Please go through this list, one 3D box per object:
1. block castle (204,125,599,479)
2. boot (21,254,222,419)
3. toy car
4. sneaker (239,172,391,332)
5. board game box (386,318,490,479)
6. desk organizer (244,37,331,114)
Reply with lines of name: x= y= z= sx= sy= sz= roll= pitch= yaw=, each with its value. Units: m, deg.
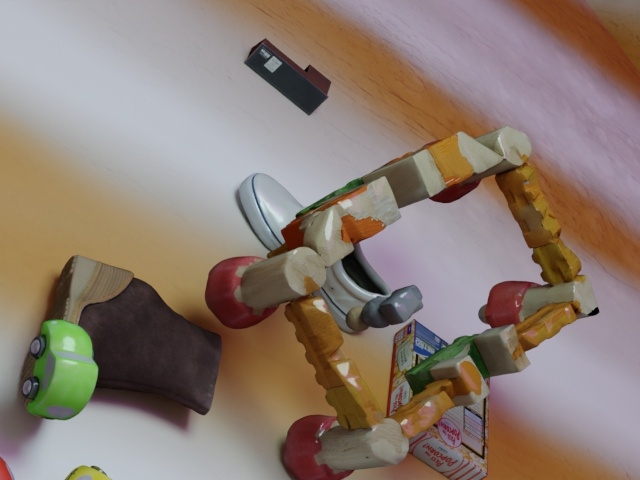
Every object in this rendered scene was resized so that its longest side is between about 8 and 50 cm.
block castle: x=0.098 y=0.067 z=1.702 sx=0.453 sy=0.213 sz=0.303 roll=-31 pitch=97 yaw=-35
boot: x=-0.201 y=0.133 z=1.492 sx=0.207 sy=0.090 sz=0.248 roll=33 pitch=32 yaw=-19
toy car: x=-0.255 y=0.185 z=1.328 sx=0.239 sy=0.053 sz=0.224 roll=18 pitch=73 yaw=-39
sneaker: x=0.000 y=0.000 z=1.859 sx=0.258 sy=0.091 sz=0.094 roll=49 pitch=33 yaw=0
board game box: x=0.161 y=0.217 z=1.866 sx=0.147 sy=0.045 sz=0.193 roll=36 pitch=35 yaw=-19
desk organizer: x=-0.048 y=-0.255 z=2.106 sx=0.130 sy=0.047 sz=0.050 roll=38 pitch=32 yaw=-16
